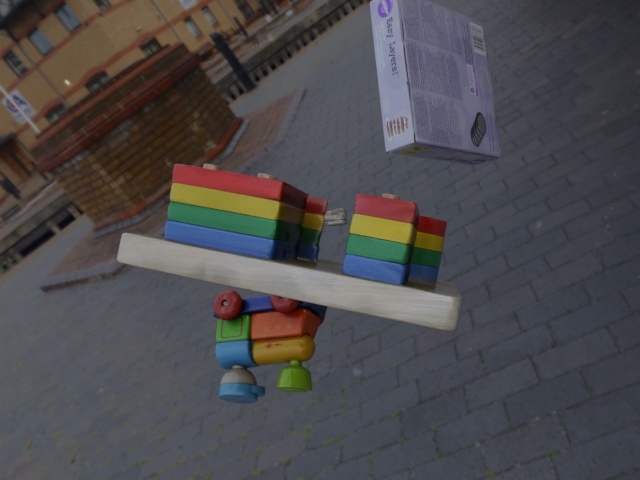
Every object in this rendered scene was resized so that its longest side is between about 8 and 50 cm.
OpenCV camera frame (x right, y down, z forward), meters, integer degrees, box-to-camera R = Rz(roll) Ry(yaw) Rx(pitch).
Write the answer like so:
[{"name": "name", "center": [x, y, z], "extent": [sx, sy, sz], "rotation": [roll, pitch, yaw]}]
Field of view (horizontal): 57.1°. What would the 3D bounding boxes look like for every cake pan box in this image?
[{"name": "cake pan box", "center": [0.197, -0.268, 0.982], "extent": [0.246, 0.266, 0.070], "rotation": [-2, -6, -44]}]

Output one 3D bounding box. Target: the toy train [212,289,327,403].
[{"name": "toy train", "center": [-0.026, 0.135, 0.778], "extent": [0.248, 0.105, 0.143], "rotation": [-9, 65, 21]}]

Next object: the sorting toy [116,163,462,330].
[{"name": "sorting toy", "center": [0.000, 0.000, 0.541], "extent": [0.257, 0.089, 0.255], "rotation": [10, 0, 12]}]

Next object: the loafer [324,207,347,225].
[{"name": "loafer", "center": [-0.003, -0.051, 1.317], "extent": [0.125, 0.039, 0.045], "rotation": [-3, -5, 3]}]
